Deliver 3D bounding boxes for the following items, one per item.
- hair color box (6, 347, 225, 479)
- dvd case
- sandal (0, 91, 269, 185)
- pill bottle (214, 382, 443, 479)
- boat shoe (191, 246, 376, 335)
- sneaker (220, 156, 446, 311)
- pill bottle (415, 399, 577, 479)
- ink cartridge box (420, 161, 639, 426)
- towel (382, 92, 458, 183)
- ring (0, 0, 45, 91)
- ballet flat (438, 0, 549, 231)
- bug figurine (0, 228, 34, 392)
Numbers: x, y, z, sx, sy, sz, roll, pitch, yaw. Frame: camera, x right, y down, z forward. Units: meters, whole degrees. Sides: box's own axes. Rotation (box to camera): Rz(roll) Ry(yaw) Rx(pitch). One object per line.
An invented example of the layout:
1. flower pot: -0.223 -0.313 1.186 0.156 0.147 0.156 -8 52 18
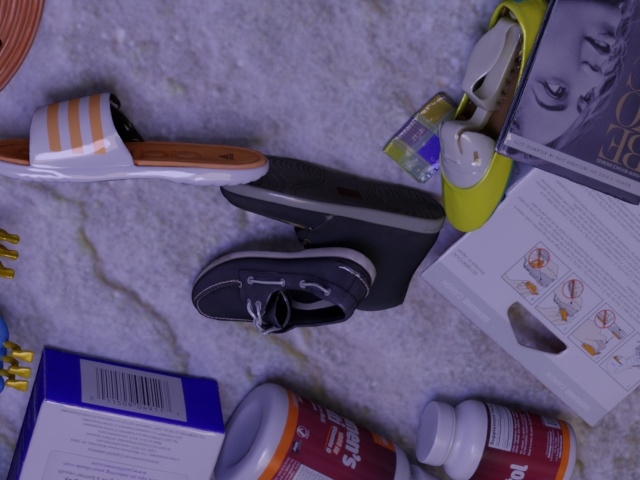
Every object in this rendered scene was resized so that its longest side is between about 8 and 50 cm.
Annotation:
1. hair color box: -0.232 0.288 1.804 0.185 0.110 0.339 13 114 -15
2. dvd case: 0.265 -0.159 1.630 0.164 0.018 0.221 19 95 -27
3. sandal: -0.178 -0.098 1.615 0.265 0.102 0.076 1 107 -7
4. pill bottle: 0.013 0.241 1.803 0.221 0.121 0.121 28 111 -20
5. boat shoe: -0.046 0.054 1.682 0.206 0.065 0.075 -9 134 33
6. sneaker: 0.000 0.000 1.696 0.222 0.083 0.118 13 117 -14
7. pill bottle: 0.179 0.212 1.830 0.152 0.086 0.086 14 115 -14
8. ink cartridge box: 0.268 0.023 1.757 0.239 0.060 0.275 -42 115 15
9. towel: 0.106 -0.097 1.700 0.083 0.009 0.060 -43 116 14
10. ring: -0.407 -0.237 1.546 0.337 0.032 0.336 -3 117 -5
11. ballet flat: 0.150 -0.119 1.642 0.077 0.077 0.231 5 111 -50
12. bug figurine: -0.396 0.046 1.673 0.279 0.072 0.216 15 109 -10
